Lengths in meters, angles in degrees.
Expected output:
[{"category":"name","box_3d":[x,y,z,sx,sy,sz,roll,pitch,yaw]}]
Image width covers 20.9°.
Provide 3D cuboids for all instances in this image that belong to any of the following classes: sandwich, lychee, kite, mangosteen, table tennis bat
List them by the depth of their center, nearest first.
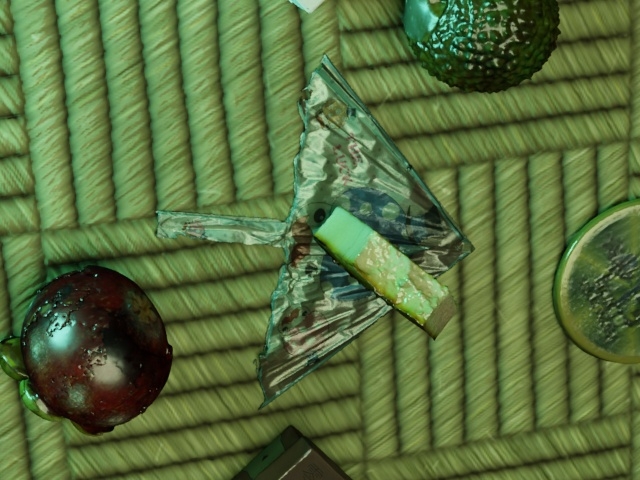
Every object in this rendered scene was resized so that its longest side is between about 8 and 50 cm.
[{"category":"mangosteen","box_3d":[-0.240,0.120,1.766,0.166,0.166,0.180,35,125,-24]},{"category":"lychee","box_3d":[0.173,-0.226,1.775,0.171,0.171,0.171,-5,109,-15]},{"category":"sandwich","box_3d":[0.094,0.054,1.822,0.193,0.162,0.058,40,90,-25]},{"category":"kite","box_3d":[0.000,0.000,1.871,0.368,0.014,0.406,4,106,-19]},{"category":"table tennis bat","box_3d":[0.416,0.021,1.993,0.321,0.050,0.198,-28,112,-2]}]

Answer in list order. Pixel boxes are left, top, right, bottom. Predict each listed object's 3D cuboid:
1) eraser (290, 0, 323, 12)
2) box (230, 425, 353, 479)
[{"category":"eraser","box_3d":[-0.089,-0.355,1.690,0.078,0.076,0.298,-45,114,1]},{"category":"box","box_3d":[-0.034,0.347,1.938,0.215,0.086,0.215,-44,114,0]}]
